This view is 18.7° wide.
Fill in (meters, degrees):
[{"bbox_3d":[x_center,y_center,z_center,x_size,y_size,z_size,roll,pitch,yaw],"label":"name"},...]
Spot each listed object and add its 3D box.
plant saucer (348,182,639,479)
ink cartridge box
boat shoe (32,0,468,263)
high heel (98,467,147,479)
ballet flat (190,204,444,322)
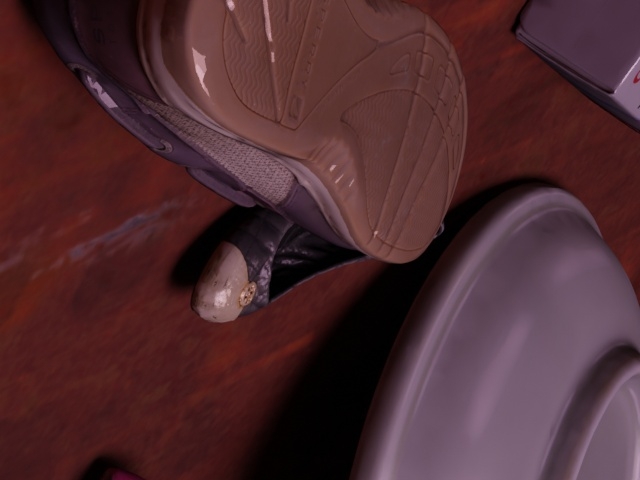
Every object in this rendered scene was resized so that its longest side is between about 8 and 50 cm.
[{"bbox_3d":[0.140,0.168,1.232,0.400,0.100,0.400,-35,132,-52],"label":"plant saucer"},{"bbox_3d":[0.197,-0.133,1.124,0.127,0.072,0.175,-55,157,7],"label":"ink cartridge box"},{"bbox_3d":[-0.018,-0.062,0.801,0.285,0.092,0.103,26,80,-64],"label":"boat shoe"},{"bbox_3d":[-0.159,0.224,0.991,0.244,0.082,0.117,-37,123,-3],"label":"high heel"},{"bbox_3d":[0.000,0.000,0.971,0.173,0.049,0.057,-28,145,-45],"label":"ballet flat"}]
